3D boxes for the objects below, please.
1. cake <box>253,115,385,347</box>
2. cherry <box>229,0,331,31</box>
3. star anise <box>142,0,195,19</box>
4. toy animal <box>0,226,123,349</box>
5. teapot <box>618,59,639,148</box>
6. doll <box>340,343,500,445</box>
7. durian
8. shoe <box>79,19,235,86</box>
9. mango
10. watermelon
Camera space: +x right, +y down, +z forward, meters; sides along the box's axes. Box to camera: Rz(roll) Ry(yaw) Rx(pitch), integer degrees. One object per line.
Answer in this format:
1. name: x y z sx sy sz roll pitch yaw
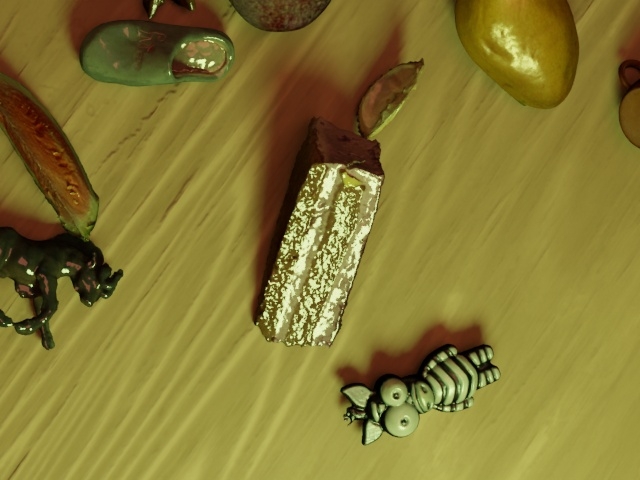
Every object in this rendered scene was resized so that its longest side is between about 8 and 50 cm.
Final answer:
1. cake: 0.000 0.000 1.799 0.116 0.113 0.295 12 102 -8
2. cherry: -0.051 -0.345 1.765 0.176 0.140 0.176 -5 102 -26
3. star anise: -0.201 -0.356 1.767 0.168 0.057 0.168 0 92 -14
4. toy animal: -0.365 0.041 1.728 0.232 0.084 0.148 20 74 -13
5. teapot: 0.469 -0.180 1.932 0.116 0.116 0.173 -31 71 -13
6. doll: 0.133 0.198 1.860 0.219 0.067 0.091 -21 100 -12
7. durian: 0.086 -0.188 1.842 0.052 0.066 0.130 38 94 -2
8. shoe: -0.195 -0.228 1.755 0.195 0.078 0.079 -2 106 -20
9. mango: 0.260 -0.271 1.867 0.147 0.109 0.227 -27 113 -3
10. watermelon: -0.337 -0.109 1.702 0.063 0.119 0.245 -30 98 -1
